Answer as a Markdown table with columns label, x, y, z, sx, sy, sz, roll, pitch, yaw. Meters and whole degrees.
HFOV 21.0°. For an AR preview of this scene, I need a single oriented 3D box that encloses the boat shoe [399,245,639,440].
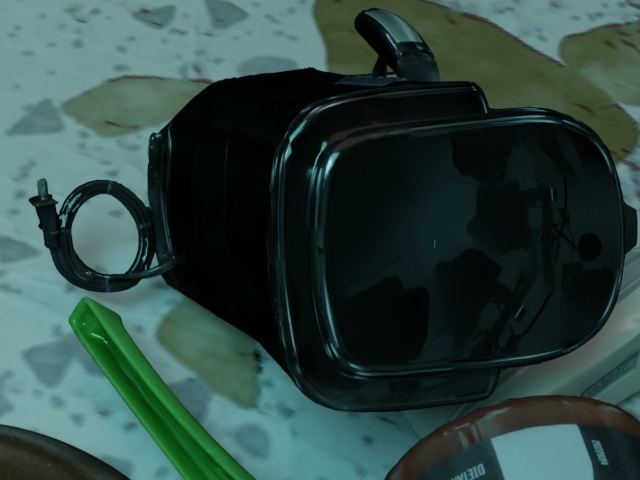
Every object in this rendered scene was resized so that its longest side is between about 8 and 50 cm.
| label | x | y | z | sx | sy | sz | roll | pitch | yaw |
| --- | --- | --- | --- | --- | --- | --- | --- | --- | --- |
| boat shoe | 0.106 | 0.032 | 0.690 | 0.184 | 0.066 | 0.063 | -34 | 57 | -24 |

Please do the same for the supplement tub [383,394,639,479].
| label | x | y | z | sx | sy | sz | roll | pitch | yaw |
| --- | --- | --- | --- | --- | --- | --- | --- | --- | --- |
| supplement tub | 0.084 | 0.149 | 0.522 | 0.106 | 0.106 | 0.198 | -4 | 43 | -12 |

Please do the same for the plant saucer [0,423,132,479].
| label | x | y | z | sx | sy | sz | roll | pitch | yaw |
| --- | --- | --- | --- | --- | --- | --- | --- | --- | --- |
| plant saucer | -0.130 | 0.126 | 0.570 | 0.199 | 0.036 | 0.198 | 4 | 43 | -4 |

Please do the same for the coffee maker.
| label | x | y | z | sx | sy | sz | roll | pitch | yaw |
| --- | --- | --- | --- | --- | --- | --- | --- | --- | --- |
| coffee maker | 0.000 | 0.000 | 0.622 | 0.171 | 0.120 | 0.178 | -29 | 13 | -9 |

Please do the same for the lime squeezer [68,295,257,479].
| label | x | y | z | sx | sy | sz | roll | pitch | yaw |
| --- | --- | --- | --- | --- | --- | --- | --- | --- | --- |
| lime squeezer | -0.026 | 0.108 | 0.535 | 0.059 | 0.110 | 0.310 | -40 | 22 | 12 |
